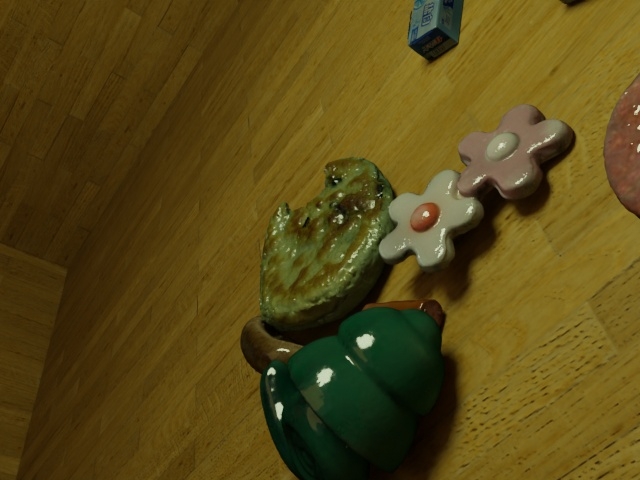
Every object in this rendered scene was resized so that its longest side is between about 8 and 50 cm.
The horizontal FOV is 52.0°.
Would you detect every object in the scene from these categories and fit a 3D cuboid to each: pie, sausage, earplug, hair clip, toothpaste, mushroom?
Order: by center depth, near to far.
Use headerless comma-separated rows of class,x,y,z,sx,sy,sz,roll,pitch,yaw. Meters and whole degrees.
earplug,0.032,0.180,0.763,0.280,0.164,0.257,-45,0,12
hair clip,0.174,-0.056,0.770,0.257,0.075,0.146,-48,27,20
sausage,0.095,0.094,0.805,0.131,0.041,0.039,-15,76,56
mushroom,-0.072,0.165,0.992,0.209,0.094,0.072,24,85,59
pie,0.000,0.005,0.993,0.302,0.067,0.303,-34,35,28
toothpaste,0.193,-0.416,1.051,0.066,0.053,0.272,-24,47,51

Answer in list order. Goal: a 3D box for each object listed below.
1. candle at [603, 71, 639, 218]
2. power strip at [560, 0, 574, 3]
candle,0.342,-0.054,0.407,0.287,0.131,0.317,-42,36,32
power strip,0.356,-0.340,0.705,0.272,0.052,0.078,-10,59,57
